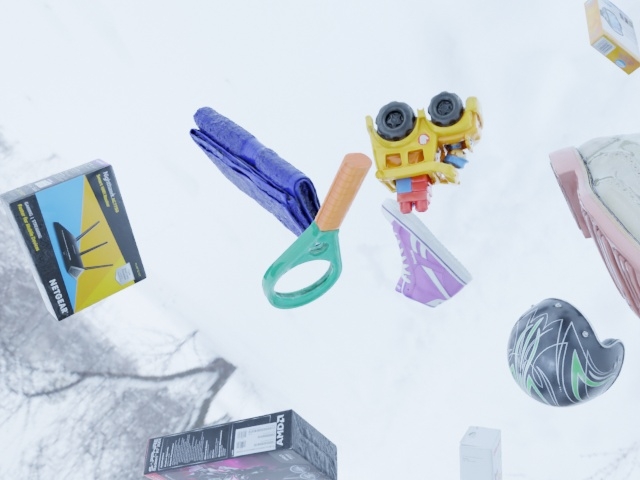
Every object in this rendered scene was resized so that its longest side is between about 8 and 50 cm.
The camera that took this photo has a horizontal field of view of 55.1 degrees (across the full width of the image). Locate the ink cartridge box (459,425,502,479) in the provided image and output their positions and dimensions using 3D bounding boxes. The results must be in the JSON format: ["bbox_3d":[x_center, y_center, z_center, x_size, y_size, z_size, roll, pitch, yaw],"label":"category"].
[{"bbox_3d":[0.246,0.357,0.938,0.052,0.088,0.122,-2,93,24],"label":"ink cartridge box"}]

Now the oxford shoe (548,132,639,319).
[{"bbox_3d":[0.374,-0.032,0.688,0.140,0.146,0.397,56,-160,-27],"label":"oxford shoe"}]

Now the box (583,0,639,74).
[{"bbox_3d":[0.433,-0.313,0.913,0.081,0.136,0.028,29,137,-17],"label":"box"}]

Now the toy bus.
[{"bbox_3d":[0.207,-0.157,1.177,0.220,0.211,0.149,-9,165,19],"label":"toy bus"}]

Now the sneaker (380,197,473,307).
[{"bbox_3d":[0.209,0.041,1.457,0.282,0.161,0.102,48,-163,1],"label":"sneaker"}]

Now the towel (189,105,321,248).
[{"bbox_3d":[-0.110,-0.104,1.137,0.308,0.076,0.227,39,166,34],"label":"towel"}]

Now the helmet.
[{"bbox_3d":[0.379,0.179,0.977,0.161,0.169,0.169,16,174,-32],"label":"helmet"}]

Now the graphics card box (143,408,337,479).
[{"bbox_3d":[-0.172,0.487,1.360,0.371,0.094,0.233,-17,137,18],"label":"graphics card box"}]

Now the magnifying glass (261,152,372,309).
[{"bbox_3d":[0.000,0.000,0.648,0.026,0.092,0.231,61,144,33],"label":"magnifying glass"}]

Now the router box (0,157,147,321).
[{"bbox_3d":[-0.317,-0.002,0.805,0.046,0.133,0.179,26,135,42],"label":"router box"}]
